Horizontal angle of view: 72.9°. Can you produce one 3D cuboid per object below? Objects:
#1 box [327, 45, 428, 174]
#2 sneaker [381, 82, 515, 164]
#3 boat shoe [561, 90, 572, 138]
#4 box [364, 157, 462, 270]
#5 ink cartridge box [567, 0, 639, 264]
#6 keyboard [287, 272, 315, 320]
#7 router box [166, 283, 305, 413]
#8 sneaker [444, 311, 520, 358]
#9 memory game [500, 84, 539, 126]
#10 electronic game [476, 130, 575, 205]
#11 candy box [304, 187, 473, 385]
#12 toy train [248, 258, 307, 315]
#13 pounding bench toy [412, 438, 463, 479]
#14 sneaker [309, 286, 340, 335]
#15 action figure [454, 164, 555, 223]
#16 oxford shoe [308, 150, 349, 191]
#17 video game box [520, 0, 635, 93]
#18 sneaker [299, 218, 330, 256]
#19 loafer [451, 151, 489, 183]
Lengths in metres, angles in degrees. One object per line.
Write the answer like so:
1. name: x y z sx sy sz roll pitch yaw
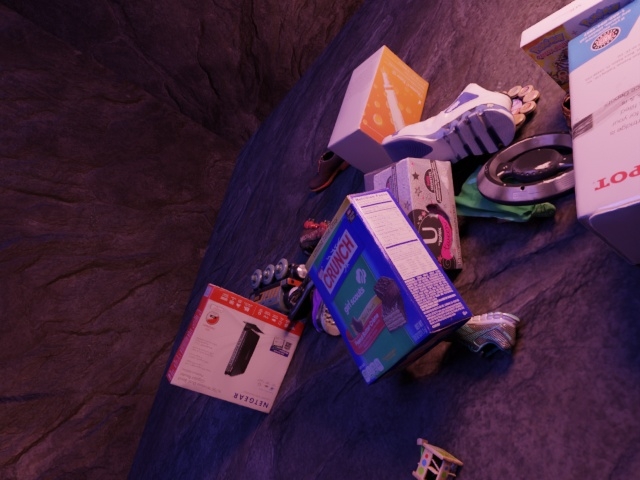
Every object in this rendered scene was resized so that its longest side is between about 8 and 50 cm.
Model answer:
1. box: 0.194 -0.412 1.421 0.168 0.214 0.346 -18 49 55
2. sneaker: 0.322 -0.270 1.041 0.315 0.128 0.182 -11 35 43
3. boat shoe: 0.500 -0.260 0.834 0.064 0.060 0.178 -17 29 34
4. box: 0.209 -0.048 0.996 0.163 0.141 0.248 -13 82 58
5. ink cartridge box: 0.537 -0.195 0.614 0.285 0.166 0.395 -26 41 52
6. keyboard: -0.014 0.113 1.339 0.033 0.201 0.317 32 95 20
7. router box: -0.253 0.338 1.348 0.082 0.335 0.302 0 65 62
8. sneaker: 0.291 0.184 0.813 0.166 0.064 0.076 -28 45 52
9. memory game: 0.439 -0.309 1.057 0.186 0.012 0.186 -37 27 23
10. electronic game: 0.420 -0.141 0.839 0.229 0.048 0.229 -24 29 14
11. candy box: 0.119 0.097 0.912 0.317 0.122 0.268 62 145 26
12. toy train: -0.151 0.188 1.561 0.333 0.142 0.191 -24 56 49
13. pounding bench toy: 0.196 0.402 0.772 0.083 0.052 0.065 8 72 63
14. sneaker: 0.030 0.135 1.299 0.146 0.102 0.294 -17 49 57
15. action figure: 0.386 -0.083 0.906 0.137 0.063 0.232 -59 28 1
16. oxford shoe: 0.024 -0.301 1.760 0.271 0.098 0.097 -41 32 36
17. video game box: 0.520 -0.372 0.807 0.205 0.187 0.048 -16 50 57
18. sneaker: 0.000 0.000 1.499 0.135 0.097 0.276 -64 23 -8
19. loafer: 0.326 -0.187 1.104 0.220 0.078 0.080 -26 42 50
